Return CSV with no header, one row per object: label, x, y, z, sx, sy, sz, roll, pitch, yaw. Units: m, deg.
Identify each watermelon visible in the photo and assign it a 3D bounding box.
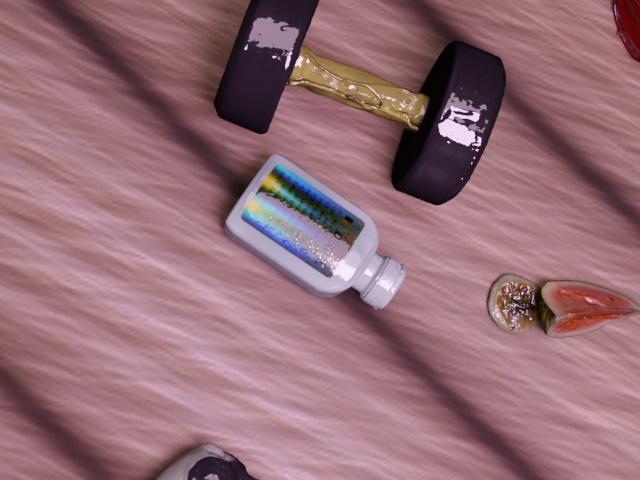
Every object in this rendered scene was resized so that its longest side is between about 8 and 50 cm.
watermelon,0.340,0.101,1.188,0.163,0.087,0.069,0,115,-28

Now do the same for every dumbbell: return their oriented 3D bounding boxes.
dumbbell,0.048,-0.192,1.121,0.322,0.204,0.204,21,76,-6

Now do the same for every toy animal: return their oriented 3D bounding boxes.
toy animal,-0.172,0.337,1.039,0.225,0.094,0.121,-42,79,-6

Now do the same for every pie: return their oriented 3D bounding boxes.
pie,0.266,0.086,1.202,0.084,0.021,0.084,2,79,-9

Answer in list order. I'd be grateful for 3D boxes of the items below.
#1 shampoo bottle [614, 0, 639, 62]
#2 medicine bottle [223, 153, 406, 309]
shampoo bottle,0.589,-0.352,1.315,0.314,0.076,0.118,-17,80,-13
medicine bottle,0.000,0.000,1.137,0.228,0.083,0.121,34,73,-2
